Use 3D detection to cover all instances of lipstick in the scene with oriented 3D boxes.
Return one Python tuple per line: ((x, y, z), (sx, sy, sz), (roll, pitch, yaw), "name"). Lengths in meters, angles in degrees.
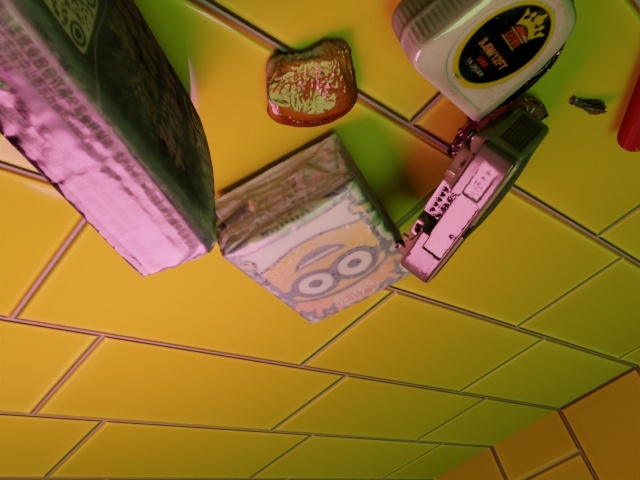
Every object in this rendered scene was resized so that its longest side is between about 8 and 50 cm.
((0.538, -0.256, 0.945), (0.073, 0.073, 0.279), (-16, 144, -4), "lipstick")

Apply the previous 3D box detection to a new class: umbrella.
((0.441, -0.221, 0.991), (0.083, 0.020, 0.031), (3, 177, -26), "umbrella")

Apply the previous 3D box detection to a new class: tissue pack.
((-0.220, -0.160, 0.582), (0.122, 0.259, 0.361), (-18, 145, 4), "tissue pack")
((0.000, 0.000, 0.992), (0.228, 0.128, 0.311), (-27, 144, 11), "tissue pack")

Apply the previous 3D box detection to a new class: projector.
((0.230, -0.074, 0.925), (0.193, 0.088, 0.269), (-39, 163, -46), "projector")

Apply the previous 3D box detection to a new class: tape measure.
((0.220, -0.270, 0.763), (0.207, 0.115, 0.235), (-38, 148, 24), "tape measure")

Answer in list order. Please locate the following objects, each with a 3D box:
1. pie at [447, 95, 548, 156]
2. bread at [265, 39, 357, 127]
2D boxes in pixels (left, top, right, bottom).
((0.276, -0.184, 0.952), (0.170, 0.034, 0.092), (-26, 147, 11), "pie")
((-0.011, -0.199, 0.802), (0.129, 0.044, 0.126), (-12, 142, -4), "bread")
